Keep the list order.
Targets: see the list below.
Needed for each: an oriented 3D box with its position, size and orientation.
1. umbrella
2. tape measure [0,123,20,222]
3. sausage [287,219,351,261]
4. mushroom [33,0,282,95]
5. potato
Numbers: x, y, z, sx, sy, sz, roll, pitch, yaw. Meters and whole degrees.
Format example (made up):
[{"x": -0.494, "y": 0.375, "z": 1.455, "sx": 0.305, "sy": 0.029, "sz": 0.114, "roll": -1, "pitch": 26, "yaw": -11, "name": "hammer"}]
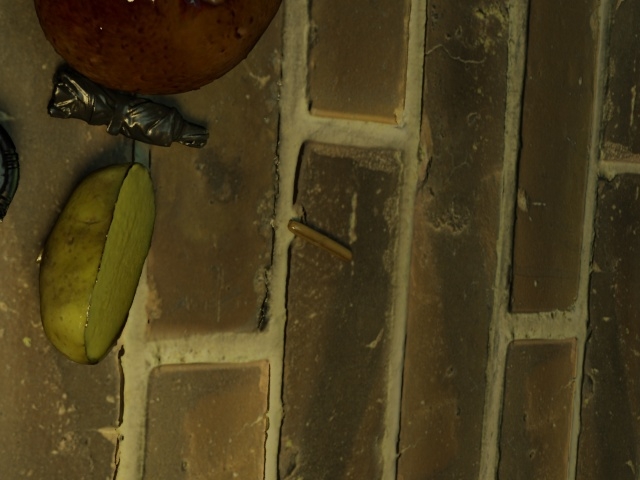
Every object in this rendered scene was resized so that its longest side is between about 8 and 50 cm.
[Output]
[{"x": -0.258, "y": -0.174, "z": 1.241, "sx": 0.235, "sy": 0.059, "sz": 0.066, "roll": 13, "pitch": 112, "yaw": -34, "name": "umbrella"}, {"x": -0.460, "y": -0.085, "z": 1.077, "sx": 0.199, "sy": 0.112, "sz": 0.186, "roll": 34, "pitch": 73, "yaw": -34, "name": "tape measure"}, {"x": 0.000, "y": 0.000, "z": 1.457, "sx": 0.132, "sy": 0.024, "sz": 0.024, "roll": 29, "pitch": 78, "yaw": -34, "name": "sausage"}, {"x": -0.238, "y": -0.364, "z": 1.162, "sx": 0.331, "sy": 0.356, "sz": 0.334, "roll": -57, "pitch": 159, "yaw": -19, "name": "mushroom"}, {"x": -0.308, "y": 0.023, "z": 1.188, "sx": 0.111, "sy": 0.160, "sz": 0.272, "roll": 12, "pitch": 84, "yaw": 7, "name": "potato"}]
